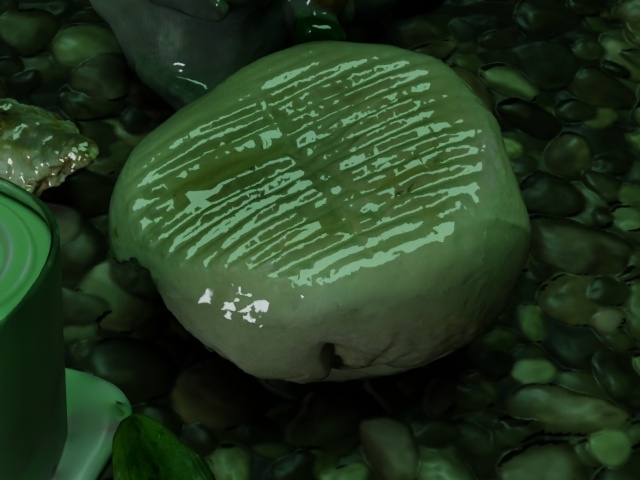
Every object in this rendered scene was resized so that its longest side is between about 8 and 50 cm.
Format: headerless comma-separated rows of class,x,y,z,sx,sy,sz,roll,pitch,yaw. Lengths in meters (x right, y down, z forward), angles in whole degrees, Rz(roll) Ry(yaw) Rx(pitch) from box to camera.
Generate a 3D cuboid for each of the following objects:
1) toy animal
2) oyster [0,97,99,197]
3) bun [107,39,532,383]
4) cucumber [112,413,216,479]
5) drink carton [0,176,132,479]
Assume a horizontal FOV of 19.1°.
toy animal,-0.014,-0.158,1.084,0.138,0.108,0.236,31,49,26
oyster,-0.195,-0.051,1.018,0.121,0.045,0.146,-28,50,-11
bun,0.000,0.000,0.913,0.193,0.128,0.178,-23,49,-11
cucumber,-0.050,0.165,0.787,0.056,0.056,0.250,-6,43,-10
drink carton,-0.172,0.053,0.831,0.146,0.142,0.144,19,47,13
